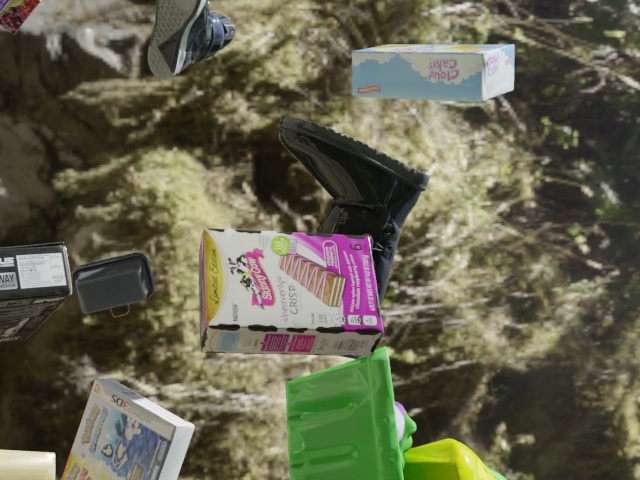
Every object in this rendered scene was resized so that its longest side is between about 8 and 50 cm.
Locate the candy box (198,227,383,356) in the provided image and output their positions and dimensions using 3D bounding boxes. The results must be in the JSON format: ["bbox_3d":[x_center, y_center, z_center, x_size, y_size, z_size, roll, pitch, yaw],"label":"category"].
[{"bbox_3d":[-0.043,0.069,1.323,0.071,0.233,0.159,108,-20,-52],"label":"candy box"}]

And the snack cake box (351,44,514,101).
[{"bbox_3d":[0.207,-0.312,1.829,0.264,0.152,0.089,7,-73,31],"label":"snack cake box"}]

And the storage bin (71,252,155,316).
[{"bbox_3d":[-0.353,0.085,1.681,0.091,0.135,0.098,-129,-154,-78],"label":"storage bin"}]

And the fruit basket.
[{"bbox_3d":[0.133,0.379,1.524,0.283,0.392,0.392,89,-19,-52],"label":"fruit basket"}]

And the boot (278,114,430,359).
[{"bbox_3d":[0.002,0.001,2.107,0.445,0.367,0.146,-67,-160,1],"label":"boot"}]

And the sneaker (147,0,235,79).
[{"bbox_3d":[-0.206,-0.396,1.698,0.086,0.163,0.226,39,-50,14],"label":"sneaker"}]

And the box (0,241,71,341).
[{"bbox_3d":[-0.515,0.086,1.317,0.242,0.307,0.076,-34,-115,54],"label":"box"}]

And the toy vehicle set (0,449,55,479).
[{"bbox_3d":[-0.434,0.257,1.035,0.166,0.267,0.035,-39,-130,44],"label":"toy vehicle set"}]

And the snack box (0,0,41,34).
[{"bbox_3d":[-0.512,-0.396,1.387,0.070,0.207,0.174,-50,-141,4],"label":"snack box"}]

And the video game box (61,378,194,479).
[{"bbox_3d":[-0.293,0.331,1.465,0.187,0.048,0.205,20,-88,38],"label":"video game box"}]
